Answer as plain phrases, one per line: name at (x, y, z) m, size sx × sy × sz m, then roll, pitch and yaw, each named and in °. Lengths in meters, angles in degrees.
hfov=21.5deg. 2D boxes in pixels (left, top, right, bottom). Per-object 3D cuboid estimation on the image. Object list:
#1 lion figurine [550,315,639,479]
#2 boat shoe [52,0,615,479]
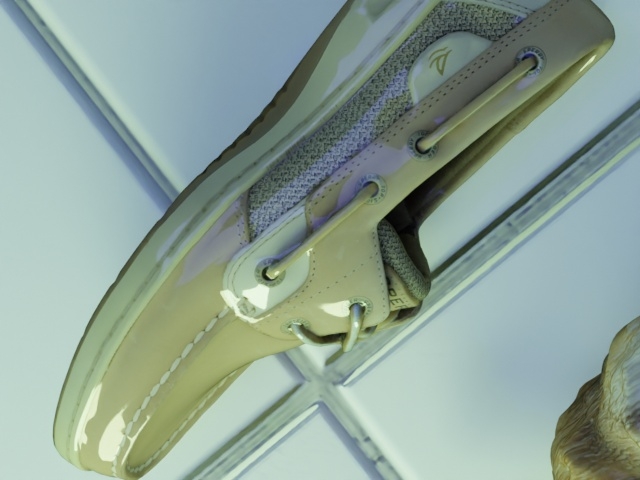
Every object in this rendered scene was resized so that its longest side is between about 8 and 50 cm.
lion figurine at (0.181, 0.210, 0.782) m, size 0.240 × 0.142 × 0.392 m, roll -15°, pitch 104°, yaw 10°
boat shoe at (0.000, 0.000, 0.811) m, size 0.110 × 0.121 × 0.341 m, roll 41°, pitch 103°, yaw 11°
